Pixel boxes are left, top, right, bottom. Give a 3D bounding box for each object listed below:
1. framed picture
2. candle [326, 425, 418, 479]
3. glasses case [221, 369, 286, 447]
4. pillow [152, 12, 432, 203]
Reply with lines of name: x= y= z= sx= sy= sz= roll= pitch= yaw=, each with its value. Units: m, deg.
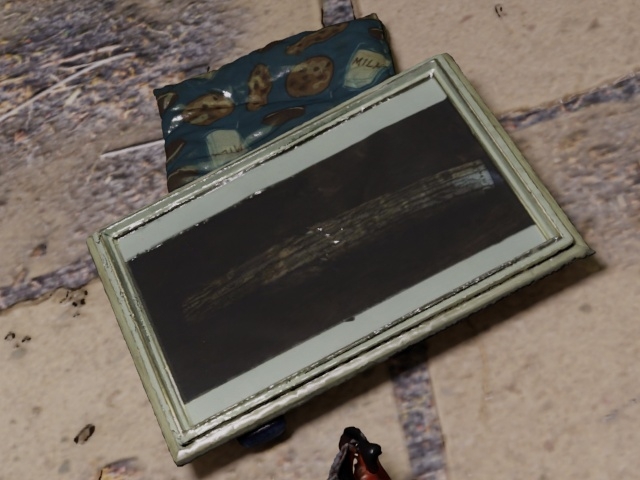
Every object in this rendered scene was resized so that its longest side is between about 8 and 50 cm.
framed picture: x=0.000 y=0.000 z=1.150 sx=0.293 sy=0.018 sz=0.231 roll=-27 pitch=45 yaw=-2
candle: x=0.074 y=0.200 z=0.929 sx=0.084 sy=0.059 sz=0.301 roll=-20 pitch=43 yaw=-11
glasses case: x=-0.049 y=0.101 z=1.111 sx=0.033 sy=0.023 sz=0.083 roll=-33 pitch=42 yaw=-2
pillow: x=-0.020 y=-0.063 z=1.252 sx=0.189 sy=0.034 sz=0.255 roll=-20 pitch=44 yaw=3
